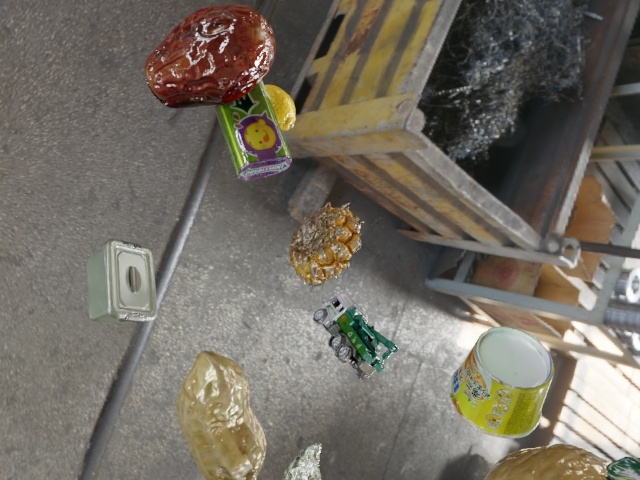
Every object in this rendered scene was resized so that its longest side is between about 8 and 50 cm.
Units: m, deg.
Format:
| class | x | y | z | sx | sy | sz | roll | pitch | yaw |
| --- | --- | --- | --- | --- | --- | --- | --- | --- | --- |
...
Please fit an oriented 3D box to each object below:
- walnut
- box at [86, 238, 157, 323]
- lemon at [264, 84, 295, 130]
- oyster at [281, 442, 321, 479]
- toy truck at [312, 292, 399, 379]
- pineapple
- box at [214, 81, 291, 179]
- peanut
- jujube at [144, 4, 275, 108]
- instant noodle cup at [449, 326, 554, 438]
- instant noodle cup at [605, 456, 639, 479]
| class | x | y | z | sx | sy | sz | roll | pitch | yaw |
| --- | --- | --- | --- | --- | --- | --- | --- | --- | --- |
| walnut | 0.502 | 0.582 | 1.161 | 0.312 | 0.252 | 0.278 | -7 | 105 | -25 |
| box | -0.420 | 0.095 | 1.126 | 0.124 | 0.092 | 0.172 | 23 | 52 | -55 |
| lemon | -0.132 | -0.372 | 1.522 | 0.114 | 0.114 | 0.155 | -39 | 75 | -25 |
| oyster | -0.030 | 0.382 | 0.850 | 0.037 | 0.098 | 0.100 | 28 | 40 | -34 |
| toy truck | 0.122 | 0.342 | 1.937 | 0.178 | 0.363 | 0.176 | -43 | 127 | -1 |
| pineapple | 0.000 | 0.000 | 1.217 | 0.076 | 0.224 | 0.225 | 37 | 74 | -36 |
| box | -0.187 | -0.321 | 1.298 | 0.134 | 0.097 | 0.346 | -16 | 75 | -22 |
| peanut | -0.180 | 0.334 | 0.988 | 0.140 | 0.153 | 0.325 | -20 | 128 | -20 |
| jujube | -0.238 | -0.391 | 1.163 | 0.197 | 0.290 | 0.197 | -19 | 90 | -74 |
| instant noodle cup | 0.387 | 0.290 | 1.128 | 0.204 | 0.205 | 0.153 | -26 | 141 | -30 |
| instant noodle cup | 0.564 | 0.460 | 0.826 | 0.240 | 0.240 | 0.178 | 2 | 86 | -35 |
